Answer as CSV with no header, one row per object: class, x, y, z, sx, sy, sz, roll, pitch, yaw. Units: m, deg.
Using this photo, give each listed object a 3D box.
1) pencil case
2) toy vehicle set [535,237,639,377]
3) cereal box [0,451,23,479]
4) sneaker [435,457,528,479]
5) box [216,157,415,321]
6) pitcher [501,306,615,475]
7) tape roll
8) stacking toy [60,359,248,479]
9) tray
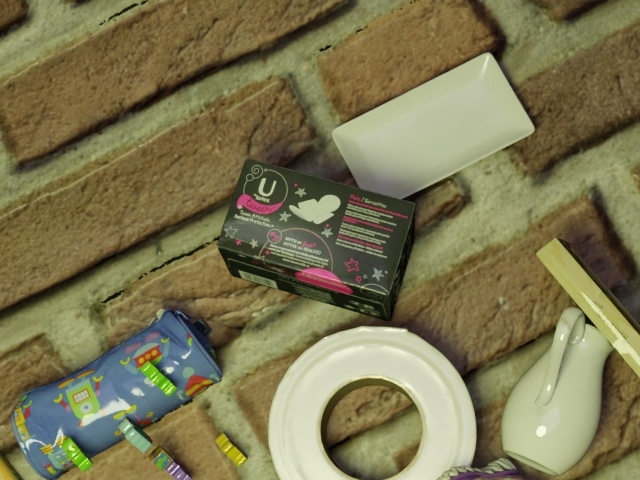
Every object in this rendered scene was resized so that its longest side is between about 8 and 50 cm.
pencil case,-0.286,0.210,1.735,0.306,0.119,0.133,-31,79,-3
toy vehicle set,0.400,0.110,1.671,0.035,0.166,0.267,-41,76,12
cereal box,-0.555,0.378,1.756,0.240,0.047,0.173,-42,76,-5
sneaker,0.219,0.348,1.595,0.104,0.236,0.095,27,109,35
box,0.000,0.000,1.738,0.247,0.163,0.142,16,75,9
pitcher,0.317,0.199,1.655,0.125,0.178,0.207,19,77,31
tape roll,0.073,0.262,1.701,0.286,0.100,0.286,-1,76,6
stacking toy,-0.226,0.288,1.691,0.167,0.052,0.221,-44,116,-5
tray,0.166,-0.159,1.830,0.270,0.030,0.145,-27,76,-2
